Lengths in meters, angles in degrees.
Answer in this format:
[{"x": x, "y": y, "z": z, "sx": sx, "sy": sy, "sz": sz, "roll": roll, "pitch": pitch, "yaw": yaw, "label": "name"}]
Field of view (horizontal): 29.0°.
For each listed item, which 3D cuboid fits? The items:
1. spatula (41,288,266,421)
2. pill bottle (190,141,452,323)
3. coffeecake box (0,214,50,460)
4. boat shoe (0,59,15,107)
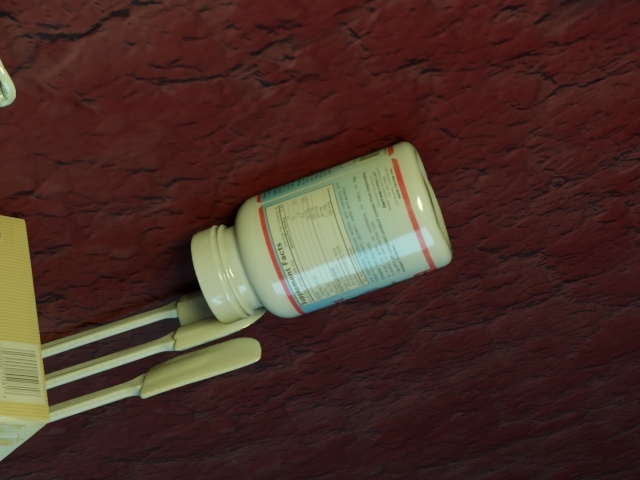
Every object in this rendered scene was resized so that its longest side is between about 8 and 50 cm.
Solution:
[{"x": -0.144, "y": 0.086, "z": 0.884, "sx": 0.242, "sy": 0.168, "sz": 0.019, "roll": -19, "pitch": 111, "yaw": 11, "label": "spatula"}, {"x": 0.000, "y": 0.000, "z": 0.822, "sx": 0.160, "sy": 0.087, "sz": 0.087, "roll": -19, "pitch": 153, "yaw": 9, "label": "pill bottle"}, {"x": -0.255, "y": 0.086, "z": 0.794, "sx": 0.068, "sy": 0.142, "sz": 0.185, "roll": 11, "pitch": 143, "yaw": -41, "label": "coffeecake box"}, {"x": -0.187, "y": -0.069, "z": 0.568, "sx": 0.099, "sy": 0.116, "sz": 0.319, "roll": 1, "pitch": 144, "yaw": -21, "label": "boat shoe"}]
